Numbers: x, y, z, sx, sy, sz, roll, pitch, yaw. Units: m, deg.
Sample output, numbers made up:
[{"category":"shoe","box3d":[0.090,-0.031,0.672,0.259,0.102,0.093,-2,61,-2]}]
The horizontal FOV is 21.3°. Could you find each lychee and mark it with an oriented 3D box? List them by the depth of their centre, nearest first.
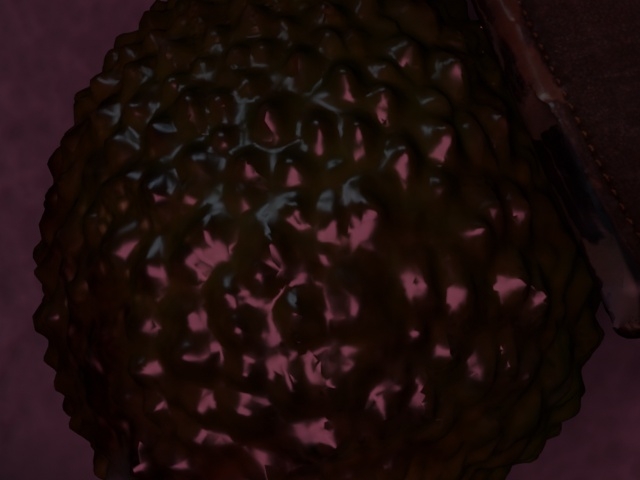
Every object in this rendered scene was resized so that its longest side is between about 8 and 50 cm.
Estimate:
[{"category":"lychee","box3d":[0.000,0.000,0.465,0.171,0.171,0.171,1,93,12]}]

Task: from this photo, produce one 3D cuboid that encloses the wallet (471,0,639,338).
[{"category":"wallet","box3d":[0.090,-0.086,0.444,0.122,0.031,0.232,-15,61,-10]}]
